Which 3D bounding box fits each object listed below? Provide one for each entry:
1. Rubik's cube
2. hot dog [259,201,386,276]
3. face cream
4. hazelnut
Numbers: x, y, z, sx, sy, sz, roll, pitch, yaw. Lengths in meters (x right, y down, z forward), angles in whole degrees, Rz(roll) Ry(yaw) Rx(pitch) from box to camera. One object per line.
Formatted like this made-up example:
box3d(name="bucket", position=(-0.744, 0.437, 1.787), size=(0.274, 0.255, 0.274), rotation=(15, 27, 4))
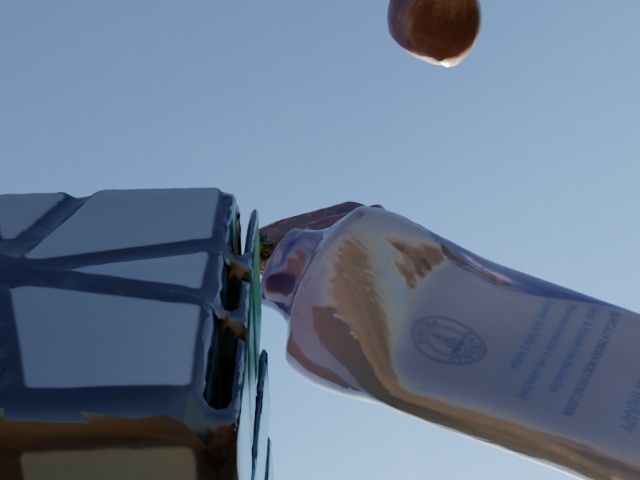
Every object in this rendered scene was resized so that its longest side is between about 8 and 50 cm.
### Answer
box3d(name="Rubik's cube", position=(-0.174, 0.146, 0.754), size=(0.293, 0.288, 0.284), rotation=(-4, -66, 0))
box3d(name="hot dog", position=(0.000, 0.000, 1.288), size=(0.188, 0.072, 0.055), rotation=(-17, -69, -43))
box3d(name="face cream", position=(0.148, 0.093, 0.979), size=(0.235, 0.420, 0.137), rotation=(-45, -28, -55))
box3d(name="hazelnut", position=(0.100, -0.196, 1.119), size=(0.086, 0.086, 0.086), rotation=(-18, -57, -29))
